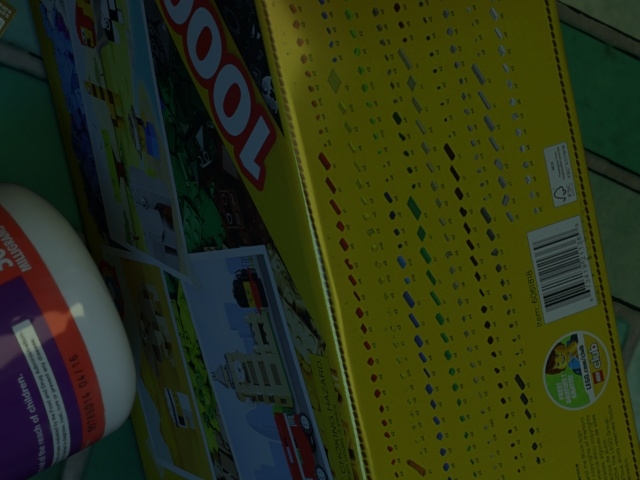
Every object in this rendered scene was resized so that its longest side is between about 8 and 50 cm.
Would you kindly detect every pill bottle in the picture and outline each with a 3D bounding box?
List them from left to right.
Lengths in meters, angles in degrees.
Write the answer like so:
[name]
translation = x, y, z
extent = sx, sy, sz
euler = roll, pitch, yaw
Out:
[pill bottle]
translation = -0.288, 0.103, 1.240
extent = 0.323, 0.181, 0.181
euler = -28, 107, -23

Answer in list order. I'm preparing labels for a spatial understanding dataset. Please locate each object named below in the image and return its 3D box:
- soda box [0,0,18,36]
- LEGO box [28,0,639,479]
[soda box]
translation = -0.289, -0.175, 1.280
extent = 0.181, 0.058, 0.061
euler = 36, 79, -25
[LEGO box]
translation = 0.000, 0.000, 1.272
extent = 0.193, 0.372, 0.500
euler = -18, 103, -24
